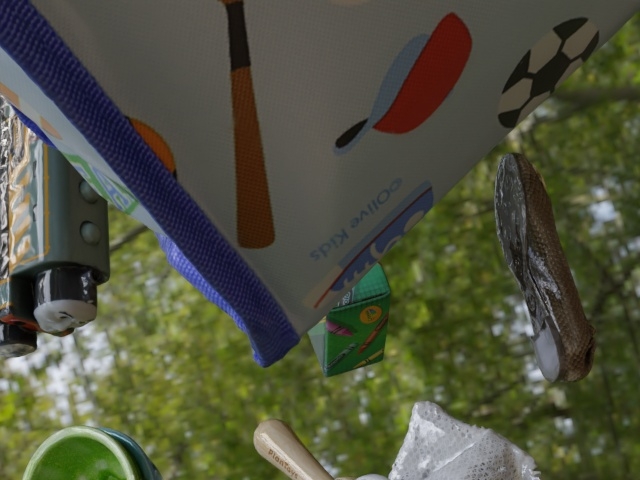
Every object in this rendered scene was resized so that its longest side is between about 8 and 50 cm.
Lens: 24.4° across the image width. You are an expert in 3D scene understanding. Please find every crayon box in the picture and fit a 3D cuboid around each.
[{"bbox_3d":[0.000,0.000,1.763,0.165,0.081,0.278,91,161,-58],"label":"crayon box"}]

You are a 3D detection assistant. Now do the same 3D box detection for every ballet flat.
[{"bbox_3d":[0.231,0.025,1.501,0.058,0.084,0.250,-7,-113,-15],"label":"ballet flat"}]

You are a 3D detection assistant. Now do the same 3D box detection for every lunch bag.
[{"bbox_3d":[-0.037,-0.212,0.454,0.328,0.239,0.385,-46,-42,-7],"label":"lunch bag"}]

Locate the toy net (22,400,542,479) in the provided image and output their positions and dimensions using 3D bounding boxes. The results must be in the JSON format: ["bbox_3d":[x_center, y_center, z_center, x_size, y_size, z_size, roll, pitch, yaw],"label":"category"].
[{"bbox_3d":[-0.021,0.127,0.586,0.045,0.232,0.122,18,-115,-55],"label":"toy net"}]

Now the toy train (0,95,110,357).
[{"bbox_3d":[-0.321,-0.039,1.678,0.142,0.190,0.334,23,-125,-47],"label":"toy train"}]
